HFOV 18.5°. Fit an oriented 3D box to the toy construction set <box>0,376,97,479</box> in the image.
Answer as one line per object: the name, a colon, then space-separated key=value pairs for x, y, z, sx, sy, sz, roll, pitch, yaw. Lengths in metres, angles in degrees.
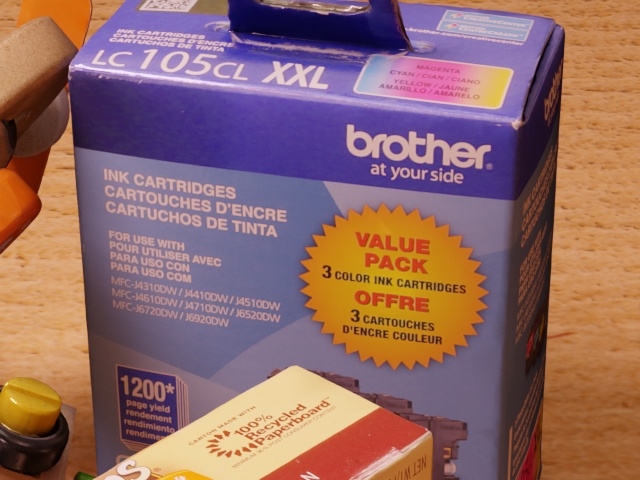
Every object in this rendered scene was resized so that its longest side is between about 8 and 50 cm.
toy construction set: x=-0.254 y=0.157 z=1.153 sx=0.237 sy=0.257 sz=0.309 roll=13 pitch=3 yaw=-13

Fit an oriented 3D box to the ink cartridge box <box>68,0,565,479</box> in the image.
ink cartridge box: x=0.000 y=0.000 z=1.192 sx=0.270 sy=0.395 sz=0.151 roll=7 pitch=29 yaw=13

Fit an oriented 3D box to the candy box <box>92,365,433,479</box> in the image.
candy box: x=-0.042 y=0.234 z=0.843 sx=0.087 sy=0.316 sz=0.183 roll=23 pitch=36 yaw=38

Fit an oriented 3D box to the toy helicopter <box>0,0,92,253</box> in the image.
toy helicopter: x=-0.250 y=-0.033 z=1.226 sx=0.140 sy=0.355 sz=0.235 roll=45 pitch=49 yaw=-3
